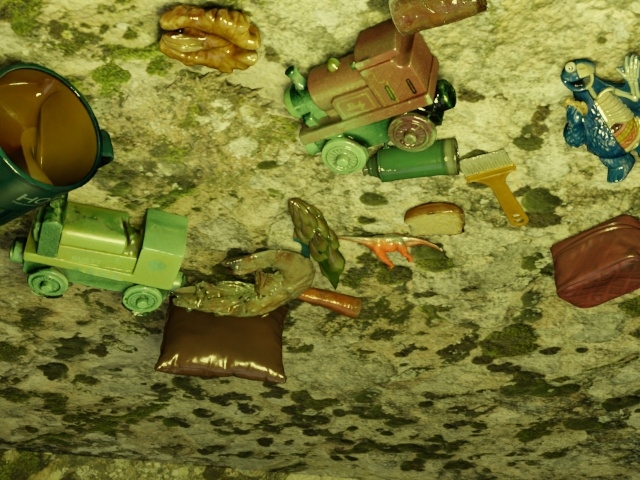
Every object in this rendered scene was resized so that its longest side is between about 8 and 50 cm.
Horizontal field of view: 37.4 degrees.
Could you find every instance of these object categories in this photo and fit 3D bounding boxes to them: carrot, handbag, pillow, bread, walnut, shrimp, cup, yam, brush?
[{"bbox_3d":[-0.013,0.141,2.325,0.224,0.057,0.057,15,145,-12],"label":"carrot"},{"bbox_3d":[0.614,0.047,2.053,0.146,0.135,0.225,31,134,-34],"label":"handbag"},{"bbox_3d":[-0.228,0.227,2.266,0.306,0.307,0.108,6,120,-4],"label":"pillow"},{"bbox_3d":[0.245,-0.046,2.025,0.129,0.044,0.126,-7,153,10],"label":"bread"},{"bbox_3d":[-0.183,-0.345,1.582,0.170,0.069,0.143,10,147,-7],"label":"walnut"},{"bbox_3d":[-0.173,0.097,2.158,0.360,0.085,0.247,-5,145,-28],"label":"shrimp"},{"bbox_3d":[-0.579,-0.171,1.776,0.292,0.308,0.242,-22,107,34],"label":"cup"},{"bbox_3d":[0.187,-0.378,1.497,0.141,0.079,0.079,-13,143,25],"label":"yam"},{"bbox_3d":[0.374,-0.101,1.954,0.103,0.013,0.272,-14,144,25],"label":"brush"},{"bbox_3d":[-0.035,0.017,2.169,0.051,0.014,0.164,3,147,3],"label":"brush"}]

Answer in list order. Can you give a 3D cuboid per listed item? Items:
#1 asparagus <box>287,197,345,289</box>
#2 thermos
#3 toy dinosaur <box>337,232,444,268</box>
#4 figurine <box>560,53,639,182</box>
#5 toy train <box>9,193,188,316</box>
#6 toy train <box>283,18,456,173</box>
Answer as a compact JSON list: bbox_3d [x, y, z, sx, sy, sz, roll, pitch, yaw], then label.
[{"bbox_3d":[0.000,0.000,2.074,0.080,0.080,0.287,-13,134,24],"label":"asparagus"},{"bbox_3d":[0.172,-0.155,1.835,0.188,0.073,0.083,-6,147,15],"label":"thermos"},{"bbox_3d":[0.137,0.014,2.118,0.280,0.055,0.101,-7,136,18],"label":"toy dinosaur"},{"bbox_3d":[0.505,-0.226,1.674,0.164,0.120,0.262,-19,124,19],"label":"figurine"},{"bbox_3d":[-0.480,0.023,2.099,0.397,0.160,0.253,13,139,-15],"label":"toy train"},{"bbox_3d":[0.075,-0.247,1.656,0.304,0.150,0.221,-16,132,29],"label":"toy train"}]
